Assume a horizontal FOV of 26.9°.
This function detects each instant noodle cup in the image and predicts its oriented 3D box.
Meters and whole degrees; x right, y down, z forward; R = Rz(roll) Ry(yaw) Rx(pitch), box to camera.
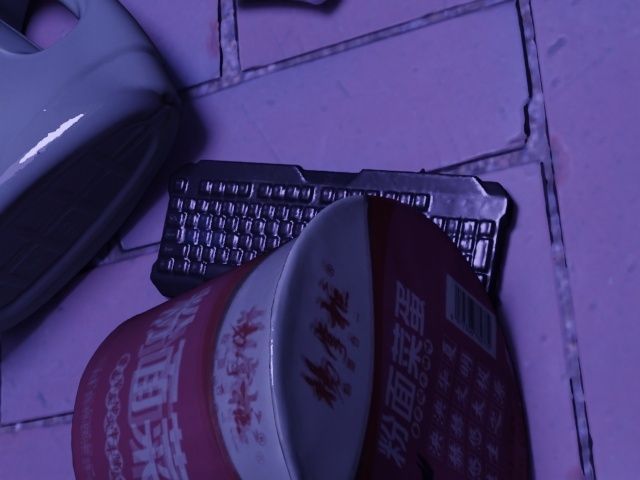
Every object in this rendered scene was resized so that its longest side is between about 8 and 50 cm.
[{"bbox_3d":[-0.015,0.109,0.754,0.178,0.235,0.234,-18,68,34],"label":"instant noodle cup"}]

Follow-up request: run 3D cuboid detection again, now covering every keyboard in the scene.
[{"bbox_3d":[0.000,0.000,0.887,0.262,0.016,0.106,5,79,30],"label":"keyboard"}]

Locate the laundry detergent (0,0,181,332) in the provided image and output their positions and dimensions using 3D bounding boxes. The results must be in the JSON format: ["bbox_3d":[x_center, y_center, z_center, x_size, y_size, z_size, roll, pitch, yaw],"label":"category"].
[{"bbox_3d":[-0.286,-0.144,1.031,0.264,0.125,0.398,-46,57,12],"label":"laundry detergent"}]

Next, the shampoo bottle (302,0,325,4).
[{"bbox_3d":[-0.024,-0.201,0.940,0.099,0.043,0.072,11,82,31],"label":"shampoo bottle"}]
